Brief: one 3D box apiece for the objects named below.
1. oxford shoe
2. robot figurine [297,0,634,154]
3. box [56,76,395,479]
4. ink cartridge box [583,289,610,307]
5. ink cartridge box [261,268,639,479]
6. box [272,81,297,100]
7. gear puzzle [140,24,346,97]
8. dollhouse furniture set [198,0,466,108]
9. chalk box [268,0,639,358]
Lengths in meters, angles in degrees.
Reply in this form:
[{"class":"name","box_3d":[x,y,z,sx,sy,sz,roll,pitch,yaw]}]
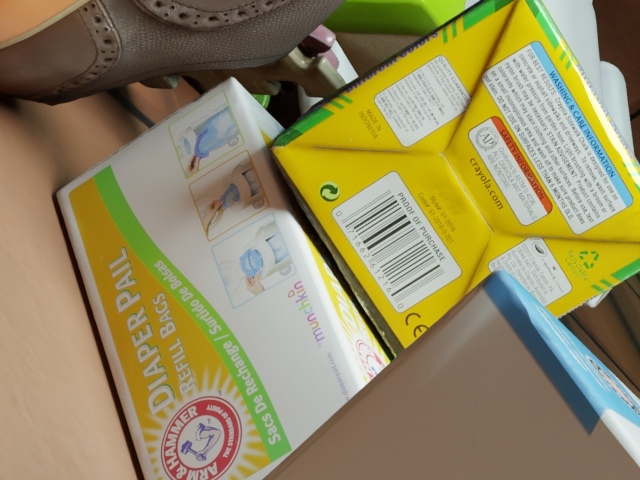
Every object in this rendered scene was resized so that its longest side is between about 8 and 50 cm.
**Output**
[{"class":"oxford shoe","box_3d":[-0.011,-0.159,0.771,0.133,0.363,0.130,43,35,-54]},{"class":"robot figurine","box_3d":[0.112,-0.115,1.355,0.300,0.200,0.353,17,58,-28]},{"class":"box","box_3d":[-0.025,0.047,0.799,0.114,0.103,0.203,43,19,-50]},{"class":"ink cartridge box","box_3d":[0.119,-0.094,1.621,0.371,0.069,0.175,48,-16,-27]},{"class":"ink cartridge box","box_3d":[0.099,0.192,0.585,0.270,0.197,0.198,43,8,-27]},{"class":"box","box_3d":[-0.097,-0.208,1.343,0.201,0.021,0.164,61,13,17]},{"class":"gear puzzle","box_3d":[-0.125,-0.189,0.888,0.175,0.044,0.339,7,-29,42]},{"class":"dollhouse furniture set","box_3d":[0.027,-0.249,1.152,0.151,0.197,0.302,54,44,-62]},{"class":"chalk box","box_3d":[0.075,-0.037,0.844,0.132,0.132,0.213,57,11,-6]}]
